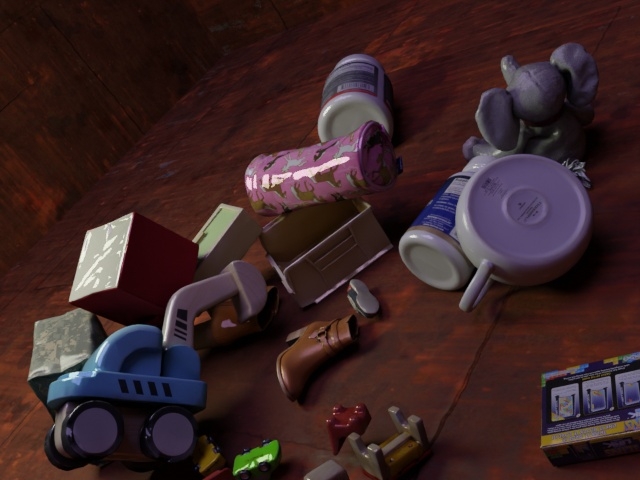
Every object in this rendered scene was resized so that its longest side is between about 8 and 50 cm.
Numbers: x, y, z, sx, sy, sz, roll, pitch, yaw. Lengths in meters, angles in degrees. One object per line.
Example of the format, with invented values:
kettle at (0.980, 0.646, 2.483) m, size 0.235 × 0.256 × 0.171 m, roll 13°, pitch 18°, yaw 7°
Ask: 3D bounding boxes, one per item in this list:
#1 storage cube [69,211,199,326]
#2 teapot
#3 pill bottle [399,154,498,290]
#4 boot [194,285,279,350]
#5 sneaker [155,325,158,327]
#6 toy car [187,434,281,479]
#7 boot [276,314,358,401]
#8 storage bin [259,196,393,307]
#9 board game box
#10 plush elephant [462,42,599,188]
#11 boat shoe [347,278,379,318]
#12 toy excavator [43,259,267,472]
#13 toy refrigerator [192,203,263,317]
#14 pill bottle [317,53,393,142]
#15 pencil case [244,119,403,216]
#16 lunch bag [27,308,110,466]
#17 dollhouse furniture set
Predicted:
storage cube at (-0.416, 0.072, 1.826) m, size 0.184 × 0.193 × 0.214 m, roll -16°, pitch 57°, yaw 38°
teapot at (0.355, -0.014, 1.458) m, size 0.256 × 0.187 × 0.252 m, roll -8°, pitch 64°, yaw 0°
pill bottle at (0.285, -0.041, 1.613) m, size 0.153 × 0.153 × 0.264 m, roll 1°, pitch 43°, yaw 51°
boot at (-0.194, 0.140, 1.960) m, size 0.211 × 0.104 × 0.295 m, roll -19°, pitch 35°, yaw 19°
sneaker at (-0.465, 0.244, 2.119) m, size 0.067 × 0.078 × 0.188 m, roll 3°, pitch 22°, yaw 10°
toy car at (-0.159, 0.428, 1.470) m, size 0.225 × 0.053 × 0.239 m, roll -26°, pitch 28°, yaw 18°
boot at (-0.002, 0.223, 1.608) m, size 0.152 × 0.073 × 0.197 m, roll -20°, pitch 32°, yaw 20°
storage bin at (0.000, 0.000, 1.916) m, size 0.260 × 0.123 × 0.262 m, roll -36°, pitch 27°, yaw -2°
board game box at (0.398, 0.234, 1.139) m, size 0.170 × 0.048 × 0.141 m, roll -19°, pitch 32°, yaw 29°
plush elephant at (0.435, -0.267, 1.665) m, size 0.272 × 0.255 × 0.330 m, roll -23°, pitch 30°, yaw -1°
boat shoe at (0.086, 0.129, 1.693) m, size 0.137 × 0.049 × 0.043 m, roll -120°, pitch 43°, yaw -61°
toy excavator at (-0.318, 0.235, 1.651) m, size 0.222 × 0.433 × 0.444 m, roll -36°, pitch 50°, yaw 57°
toy refrigerator at (-0.268, 0.042, 1.952) m, size 0.102 × 0.094 × 0.269 m, roll 15°, pitch 64°, yaw 50°
pill bottle at (0.107, -0.395, 2.349) m, size 0.210 × 0.210 × 0.363 m, roll -25°, pitch 27°, yaw 20°
pencil case at (-0.004, -0.159, 1.873) m, size 0.386 × 0.160 × 0.167 m, roll -12°, pitch 1°, yaw 40°
lunch bag at (-0.520, 0.329, 1.820) m, size 0.169 × 0.287 × 0.235 m, roll -20°, pitch 29°, yaw -5°
dollhouse furniture set at (-0.017, 0.407, 1.280) m, size 0.374 × 0.152 × 0.201 m, roll -28°, pitch 21°, yaw -26°
